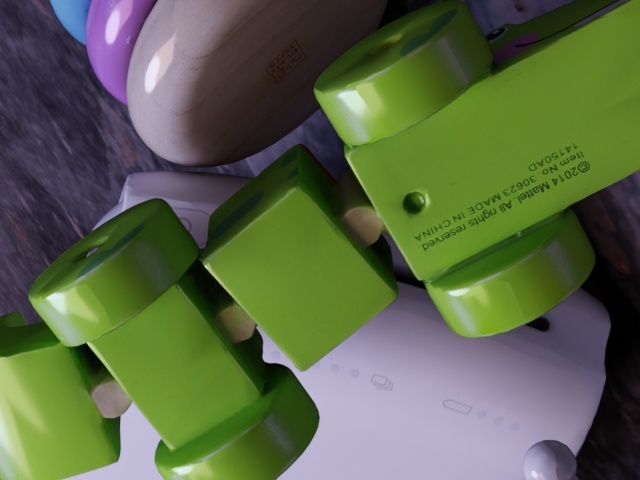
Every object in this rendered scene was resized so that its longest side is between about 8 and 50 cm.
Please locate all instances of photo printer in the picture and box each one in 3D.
[{"bbox_3d":[-0.010,0.080,0.889,0.256,0.107,0.307,16,150,-9],"label":"photo printer"}]

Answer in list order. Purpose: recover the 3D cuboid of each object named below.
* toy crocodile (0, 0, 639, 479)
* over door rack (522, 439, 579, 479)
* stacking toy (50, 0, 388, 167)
[{"bbox_3d":[0.000,0.000,0.687,0.115,0.340,0.105,54,-168,-17],"label":"toy crocodile"},{"bbox_3d":[0.129,0.096,0.648,0.108,0.239,0.324,39,155,13],"label":"over door rack"},{"bbox_3d":[-0.121,-0.186,0.827,0.330,0.141,0.141,45,156,23],"label":"stacking toy"}]
